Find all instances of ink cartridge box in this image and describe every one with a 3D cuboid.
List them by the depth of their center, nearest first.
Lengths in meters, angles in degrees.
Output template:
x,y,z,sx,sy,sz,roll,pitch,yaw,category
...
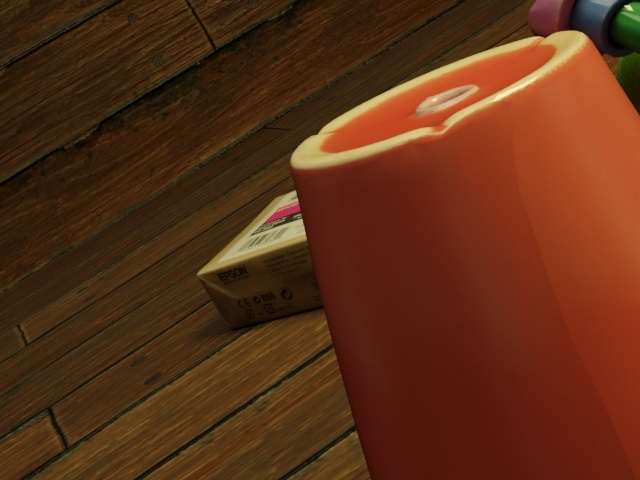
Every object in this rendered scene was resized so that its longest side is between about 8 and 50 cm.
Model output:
x,y,z,sx,sy,sz,roll,pitch,yaw,category
0.000,0.000,1.326,0.235,0.088,0.193,-18,20,40,ink cartridge box

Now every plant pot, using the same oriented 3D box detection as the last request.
x,y,z,sx,sy,sz,roll,pitch,yaw,category
0.117,0.018,0.708,0.275,0.243,0.275,-23,13,6,plant pot

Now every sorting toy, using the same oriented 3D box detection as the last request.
x,y,z,sx,sy,sz,roll,pitch,yaw,category
0.309,-0.104,0.786,0.126,0.366,0.127,43,113,50,sorting toy
